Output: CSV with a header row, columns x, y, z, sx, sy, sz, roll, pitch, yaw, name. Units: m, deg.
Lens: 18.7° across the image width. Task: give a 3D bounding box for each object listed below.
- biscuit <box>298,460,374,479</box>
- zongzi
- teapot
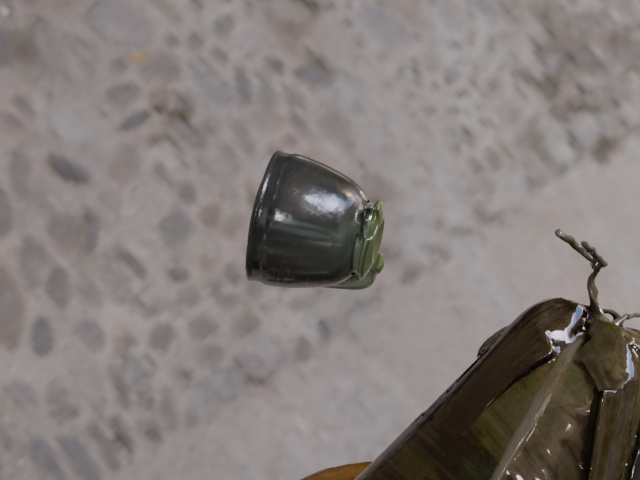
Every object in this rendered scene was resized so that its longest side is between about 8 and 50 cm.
x,y,z,sx,sy,sz,roll,pitch,yaw,name
0.043,0.190,1.009,0.224,0.144,0.033,39,-1,35,biscuit
0.108,0.165,0.806,0.241,0.248,0.111,44,0,20,zongzi
0.002,-0.009,1.336,0.090,0.092,0.124,14,4,7,teapot
